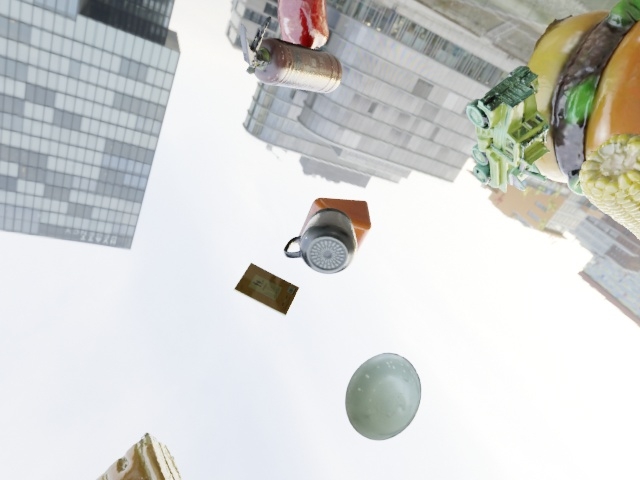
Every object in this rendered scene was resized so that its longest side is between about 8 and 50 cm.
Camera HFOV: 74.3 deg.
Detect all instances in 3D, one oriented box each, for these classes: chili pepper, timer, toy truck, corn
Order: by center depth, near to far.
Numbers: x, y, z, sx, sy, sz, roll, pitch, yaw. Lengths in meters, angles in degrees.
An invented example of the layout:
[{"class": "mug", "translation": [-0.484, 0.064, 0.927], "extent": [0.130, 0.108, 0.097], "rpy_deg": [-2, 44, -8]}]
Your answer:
[{"class": "corn", "translation": [0.421, -0.048, 0.529], "extent": [0.244, 0.093, 0.093], "rpy_deg": [23, -154, -29]}, {"class": "toy truck", "translation": [0.372, -0.190, 0.796], "extent": [0.135, 0.128, 0.259], "rpy_deg": [54, -179, 39]}, {"class": "chili pepper", "translation": [-0.045, -0.569, 1.114], "extent": [0.135, 0.338, 0.131], "rpy_deg": [9, -142, 10]}, {"class": "timer", "translation": [0.053, -0.045, 1.736], "extent": [0.250, 0.257, 0.161], "rpy_deg": [12, -140, -17]}]

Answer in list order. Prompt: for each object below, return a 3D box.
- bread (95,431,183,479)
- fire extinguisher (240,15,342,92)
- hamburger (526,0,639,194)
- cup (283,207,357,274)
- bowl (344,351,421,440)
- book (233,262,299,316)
[{"class": "bread", "translation": [-0.467, 0.655, 1.047], "extent": [0.239, 0.111, 0.246], "rpy_deg": [-38, -139, -14]}, {"class": "fire extinguisher", "translation": [-0.072, -0.429, 0.990], "extent": [0.102, 0.138, 0.344], "rpy_deg": [42, -149, 20]}, {"class": "hamburger", "translation": [0.631, -0.273, 0.885], "extent": [0.396, 0.395, 0.277], "rpy_deg": [8, -165, -32]}, {"class": "cup", "translation": [0.000, 0.000, 1.280], "extent": [0.223, 0.169, 0.176], "rpy_deg": [-7, -148, 11]}, {"class": "bowl", "translation": [0.258, 0.590, 1.557], "extent": [0.146, 0.313, 0.313], "rpy_deg": [44, -165, -35]}, {"class": "book", "translation": [-0.158, 0.145, 1.268], "extent": [0.172, 0.012, 0.118], "rpy_deg": [27, -136, 0]}]
